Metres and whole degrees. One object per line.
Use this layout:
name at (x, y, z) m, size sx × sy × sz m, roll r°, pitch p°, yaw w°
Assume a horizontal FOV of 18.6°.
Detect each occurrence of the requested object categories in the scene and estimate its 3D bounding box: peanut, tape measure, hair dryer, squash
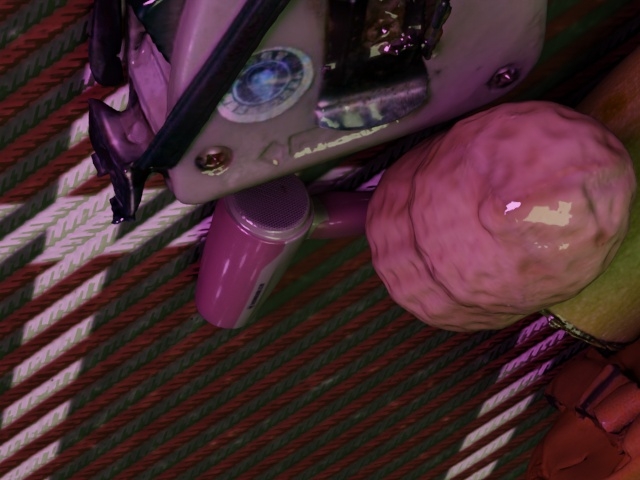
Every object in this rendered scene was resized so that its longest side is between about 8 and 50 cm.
peanut at (0.098, -0.015, 1.031) m, size 0.123 × 0.123 × 0.256 m, roll -17°, pitch 176°, yaw -13°
tape measure at (-0.008, -0.119, 0.930) m, size 0.235 × 0.115 × 0.207 m, roll -19°, pitch 147°, yaw -10°
hair dryer at (0.004, -0.005, 1.147) m, size 0.154 × 0.054 × 0.106 m, roll -14°, pitch 148°, yaw -25°
squash at (0.216, -0.059, 1.139) m, size 0.132 × 0.132 × 0.247 m, roll 13°, pitch 128°, yaw -43°

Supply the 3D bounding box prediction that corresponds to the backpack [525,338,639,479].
backpack at (0.282, 0.119, 1.268) m, size 0.353 × 0.201 × 0.378 m, roll -43°, pitch 176°, yaw 25°
